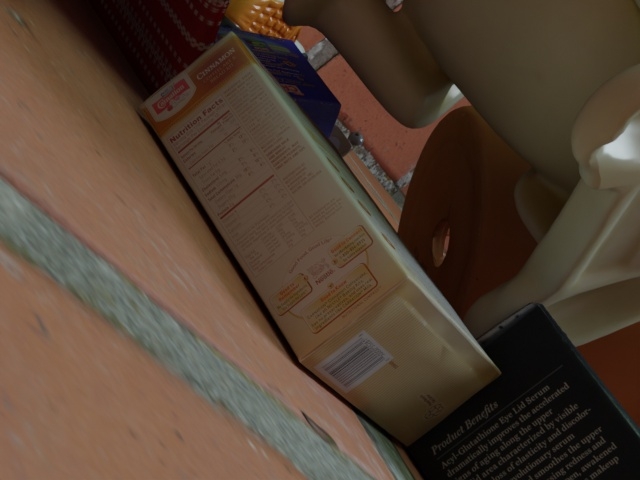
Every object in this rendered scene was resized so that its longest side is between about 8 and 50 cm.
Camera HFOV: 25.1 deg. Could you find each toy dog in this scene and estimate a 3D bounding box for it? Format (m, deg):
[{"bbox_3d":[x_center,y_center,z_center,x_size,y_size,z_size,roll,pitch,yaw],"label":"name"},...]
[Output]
[{"bbox_3d":[0.173,-0.195,0.866,0.285,0.395,0.408,96,-28,-62],"label":"toy dog"}]

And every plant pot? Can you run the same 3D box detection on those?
[{"bbox_3d":[0.178,0.018,1.049,0.203,0.291,0.291,9,19,-14],"label":"plant pot"}]

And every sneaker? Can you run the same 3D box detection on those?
[{"bbox_3d":[-0.086,-0.182,1.213,0.121,0.099,0.262,45,-3,3],"label":"sneaker"}]

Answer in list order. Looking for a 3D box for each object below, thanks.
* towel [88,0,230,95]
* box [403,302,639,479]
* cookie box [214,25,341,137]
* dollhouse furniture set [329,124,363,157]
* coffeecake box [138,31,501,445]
[{"bbox_3d":[-0.077,-0.232,0.793,0.031,0.275,0.199,-7,48,-35],"label":"towel"},{"bbox_3d":[0.152,0.159,0.792,0.207,0.108,0.153,55,6,31],"label":"box"},{"bbox_3d":[-0.049,-0.099,0.923,0.091,0.040,0.107,7,27,-24],"label":"cookie box"},{"bbox_3d":[-0.030,-0.080,0.971,0.091,0.081,0.114,47,7,-50],"label":"dollhouse furniture set"},{"bbox_3d":[0.000,0.000,0.756,0.185,0.068,0.142,56,7,34],"label":"coffeecake box"}]
